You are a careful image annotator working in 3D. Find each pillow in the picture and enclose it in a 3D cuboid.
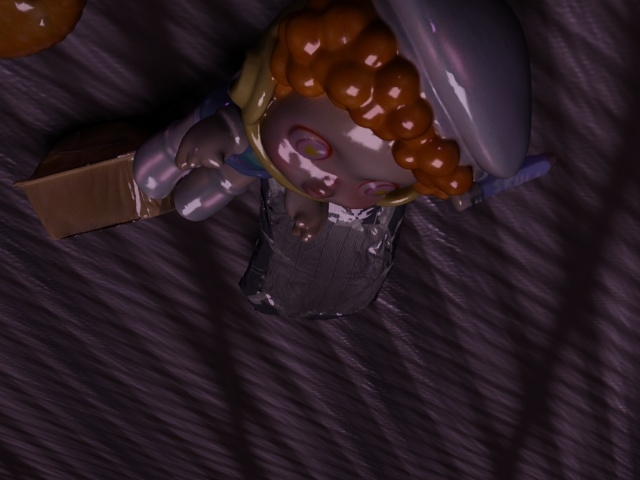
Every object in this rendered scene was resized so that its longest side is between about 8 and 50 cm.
[{"bbox_3d":[0.000,0.000,1.096,0.162,0.092,0.335,12,147,-1],"label":"pillow"}]

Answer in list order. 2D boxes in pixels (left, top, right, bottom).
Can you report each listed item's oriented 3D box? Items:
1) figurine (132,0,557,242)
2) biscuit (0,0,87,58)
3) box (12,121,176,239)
[{"bbox_3d":[-0.015,-0.120,0.829,0.382,0.205,0.224,-7,145,33],"label":"figurine"},{"bbox_3d":[-0.287,-0.228,0.806,0.221,0.066,0.220,4,147,3],"label":"biscuit"},{"bbox_3d":[-0.214,-0.063,1.023,0.177,0.111,0.111,-11,144,22],"label":"box"}]
